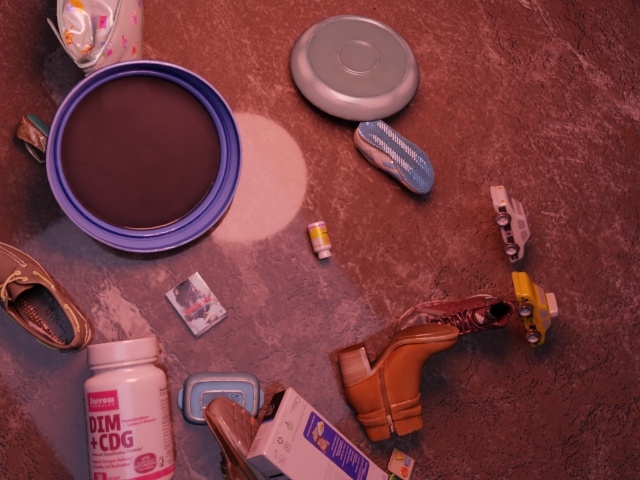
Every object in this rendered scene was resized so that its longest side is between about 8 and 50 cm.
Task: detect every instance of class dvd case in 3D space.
[{"bbox_3d":[-0.272,0.141,1.318,0.087,0.013,0.119,-35,91,-15],"label":"dvd case"}]

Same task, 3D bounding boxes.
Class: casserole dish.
[{"bbox_3d":[-0.212,0.343,1.289,0.188,0.037,0.114,3,81,-13],"label":"casserole dish"}]

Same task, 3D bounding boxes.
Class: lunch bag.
[{"bbox_3d":[-0.462,-0.441,1.259,0.160,0.223,0.262,4,82,-6],"label":"lunch bag"}]

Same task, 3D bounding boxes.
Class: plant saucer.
[{"bbox_3d":[0.086,-0.427,1.425,0.318,0.043,0.317,3,65,-6],"label":"plant saucer"}]

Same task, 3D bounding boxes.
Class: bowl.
[{"bbox_3d":[-0.356,-0.170,1.232,0.391,0.077,0.391,-9,110,-26],"label":"bowl"}]

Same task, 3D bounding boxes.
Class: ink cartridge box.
[{"bbox_3d":[0.005,0.473,1.239,0.332,0.065,0.165,46,38,-17],"label":"ink cartridge box"}]

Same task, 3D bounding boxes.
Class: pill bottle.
[{"bbox_3d":[-0.383,0.342,1.187,0.160,0.160,0.283,-6,82,-13],"label":"pill bottle"},{"bbox_3d":[0.000,0.000,1.384,0.043,0.043,0.083,-15,85,-14],"label":"pill bottle"}]

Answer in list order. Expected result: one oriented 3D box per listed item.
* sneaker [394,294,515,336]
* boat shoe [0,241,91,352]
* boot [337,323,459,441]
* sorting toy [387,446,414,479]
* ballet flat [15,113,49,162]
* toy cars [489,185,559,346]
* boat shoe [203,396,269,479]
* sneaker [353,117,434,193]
[{"bbox_3d":[0.315,0.177,1.364,0.281,0.162,0.106,-16,85,-15],"label":"sneaker"},{"bbox_3d":[-0.593,0.109,1.212,0.305,0.091,0.109,45,75,-3],"label":"boat shoe"},{"bbox_3d":[0.192,0.314,1.314,0.283,0.109,0.220,-19,93,7],"label":"boot"},{"bbox_3d":[0.179,0.514,1.340,0.062,0.012,0.083,37,44,-6],"label":"sorting toy"},{"bbox_3d":[-0.567,-0.181,1.286,0.206,0.073,0.067,43,103,-1],"label":"ballet flat"},{"bbox_3d":[0.486,0.056,1.409,0.087,0.176,0.393,-14,84,19],"label":"toy cars"},{"bbox_3d":[-0.151,0.475,1.232,0.116,0.123,0.324,-33,93,12],"label":"boat shoe"},{"bbox_3d":[0.177,-0.197,1.427,0.229,0.092,0.087,44,74,-1],"label":"sneaker"}]
